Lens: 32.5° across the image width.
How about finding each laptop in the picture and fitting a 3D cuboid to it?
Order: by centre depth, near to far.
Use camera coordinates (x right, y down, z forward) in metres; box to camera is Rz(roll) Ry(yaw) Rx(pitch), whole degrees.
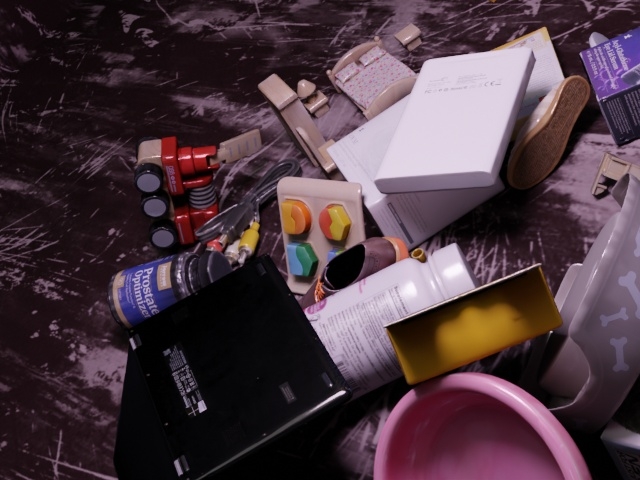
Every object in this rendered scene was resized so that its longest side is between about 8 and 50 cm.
[{"bbox_3d":[-0.157,0.290,1.679,0.407,0.236,0.382,-30,37,-4],"label":"laptop"}]

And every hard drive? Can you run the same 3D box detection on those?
[{"bbox_3d":[0.227,-0.202,1.825,0.203,0.040,0.308,-3,46,31],"label":"hard drive"}]

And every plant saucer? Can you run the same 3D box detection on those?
[{"bbox_3d":[0.207,0.321,1.332,0.084,0.332,0.332,-7,15,-43],"label":"plant saucer"}]

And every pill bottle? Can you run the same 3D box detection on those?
[{"bbox_3d":[0.110,0.126,1.679,0.283,0.160,0.160,-27,38,9],"label":"pill bottle"},{"bbox_3d":[-0.275,0.090,2.041,0.219,0.123,0.123,-17,41,23],"label":"pill bottle"}]

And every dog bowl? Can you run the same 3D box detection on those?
[{"bbox_3d":[0.364,0.090,1.411,0.102,0.349,0.349,24,59,7],"label":"dog bowl"}]

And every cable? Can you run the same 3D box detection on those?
[{"bbox_3d":[-0.139,-0.052,2.164,0.139,0.072,0.287,1,39,36],"label":"cable"}]

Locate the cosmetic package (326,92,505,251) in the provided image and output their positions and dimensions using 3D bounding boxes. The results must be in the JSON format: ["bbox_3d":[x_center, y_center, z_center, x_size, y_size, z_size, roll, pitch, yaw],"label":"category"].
[{"bbox_3d":[0.163,-0.128,1.936,0.224,0.138,0.224,-33,37,0],"label":"cosmetic package"}]

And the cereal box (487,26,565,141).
[{"bbox_3d":[0.363,-0.281,2.023,0.173,0.047,0.240,-21,40,17],"label":"cereal box"}]

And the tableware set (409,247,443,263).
[{"bbox_3d":[0.160,0.070,1.815,0.104,0.024,0.154,-19,40,20],"label":"tableware set"}]

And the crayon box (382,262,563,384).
[{"bbox_3d":[0.195,0.107,1.421,0.203,0.083,0.323,-22,-6,6],"label":"crayon box"}]

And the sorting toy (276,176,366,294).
[{"bbox_3d":[0.000,0.000,1.889,0.193,0.208,0.038,8,18,42],"label":"sorting toy"}]

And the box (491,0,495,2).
[{"bbox_3d":[0.321,-0.564,2.289,0.028,0.136,0.081,-40,38,-7],"label":"box"}]

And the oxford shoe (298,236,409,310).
[{"bbox_3d":[0.020,0.073,1.792,0.271,0.098,0.097,-43,55,34],"label":"oxford shoe"}]

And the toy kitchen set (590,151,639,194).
[{"bbox_3d":[0.479,-0.095,1.755,0.083,0.075,0.068,-58,-12,-78],"label":"toy kitchen set"}]

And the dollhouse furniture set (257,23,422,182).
[{"bbox_3d":[0.081,-0.321,2.177,0.355,0.174,0.303,-37,37,-2],"label":"dollhouse furniture set"}]

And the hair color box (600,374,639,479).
[{"bbox_3d":[0.544,0.226,1.282,0.374,0.114,0.185,7,54,43],"label":"hair color box"}]

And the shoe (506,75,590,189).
[{"bbox_3d":[0.382,-0.182,1.869,0.219,0.076,0.058,-57,20,-3],"label":"shoe"}]

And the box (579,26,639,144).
[{"bbox_3d":[0.556,-0.274,1.821,0.207,0.108,0.153,-23,38,16],"label":"box"}]

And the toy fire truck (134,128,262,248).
[{"bbox_3d":[-0.232,-0.119,2.187,0.246,0.217,0.159,-8,40,0],"label":"toy fire truck"}]

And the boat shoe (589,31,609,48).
[{"bbox_3d":[0.501,-0.326,1.971,0.142,0.049,0.040,-85,21,-51],"label":"boat shoe"}]
